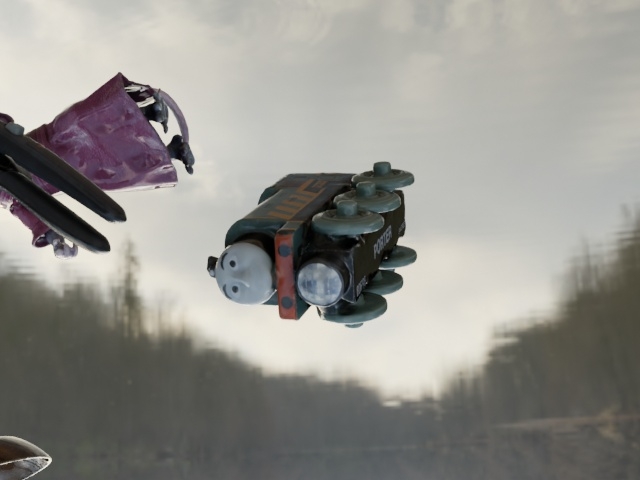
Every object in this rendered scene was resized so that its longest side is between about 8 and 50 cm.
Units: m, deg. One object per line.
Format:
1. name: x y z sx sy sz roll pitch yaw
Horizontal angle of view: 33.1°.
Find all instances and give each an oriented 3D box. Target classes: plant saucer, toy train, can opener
1. plant saucer: -0.526 0.332 1.471 0.310 0.050 0.310 -21 166 -6
2. toy train: 0.000 0.000 1.231 0.190 0.142 0.334 1 -163 16
3. can opener: -0.212 -0.049 0.785 0.186 0.059 0.073 27 -165 28

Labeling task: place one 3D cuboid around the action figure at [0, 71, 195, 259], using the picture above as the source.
1. action figure: -0.387 -0.130 1.546 0.370 0.248 0.276 -17 -154 4
